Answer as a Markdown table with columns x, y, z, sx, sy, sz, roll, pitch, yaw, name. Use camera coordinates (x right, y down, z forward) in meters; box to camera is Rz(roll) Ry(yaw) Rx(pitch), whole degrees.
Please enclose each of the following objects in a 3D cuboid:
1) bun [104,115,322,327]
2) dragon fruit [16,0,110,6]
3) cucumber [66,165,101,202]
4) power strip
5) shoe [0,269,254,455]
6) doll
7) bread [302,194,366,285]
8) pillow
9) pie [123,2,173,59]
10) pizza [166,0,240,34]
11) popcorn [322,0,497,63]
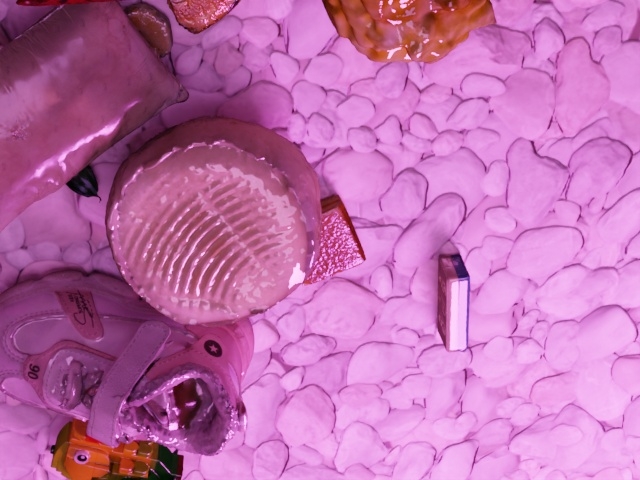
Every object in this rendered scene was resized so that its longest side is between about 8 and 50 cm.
| x | y | z | sx | sy | sz | roll | pitch | yaw | name |
| --- | --- | --- | --- | --- | --- | --- | --- | --- | --- |
| -0.121 | -0.035 | 1.815 | 0.259 | 0.152 | 0.259 | 1 | 114 | 3 | bun |
| -0.160 | -0.382 | 1.542 | 0.302 | 0.240 | 0.330 | -7 | 114 | -13 | dragon fruit |
| -0.308 | -0.100 | 1.816 | 0.039 | 0.039 | 0.168 | -35 | 118 | 14 | cucumber |
| 0.169 | 0.083 | 1.982 | 0.032 | 0.056 | 0.123 | -6 | 123 | -6 | power strip |
| -0.247 | 0.154 | 1.886 | 0.351 | 0.198 | 0.172 | 1 | 120 | -10 | shoe |
| -0.265 | 0.299 | 2.028 | 0.134 | 0.106 | 0.186 | -37 | 120 | 27 | doll |
| 0.000 | 0.000 | 1.920 | 0.090 | 0.035 | 0.094 | -21 | 122 | 5 | bread |
| -0.315 | -0.138 | 1.722 | 0.302 | 0.075 | 0.185 | -37 | 122 | -2 | pillow |
| -0.208 | -0.230 | 1.759 | 0.084 | 0.020 | 0.084 | -5 | 122 | -8 | pie |
| -0.121 | -0.301 | 1.717 | 0.099 | 0.036 | 0.160 | 28 | 114 | -23 | pizza |
| 0.099 | -0.311 | 1.637 | 0.225 | 0.249 | 0.249 | -12 | 123 | -16 | popcorn |
